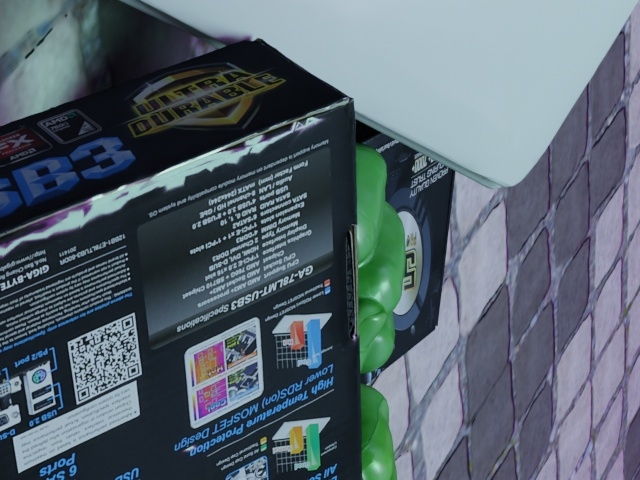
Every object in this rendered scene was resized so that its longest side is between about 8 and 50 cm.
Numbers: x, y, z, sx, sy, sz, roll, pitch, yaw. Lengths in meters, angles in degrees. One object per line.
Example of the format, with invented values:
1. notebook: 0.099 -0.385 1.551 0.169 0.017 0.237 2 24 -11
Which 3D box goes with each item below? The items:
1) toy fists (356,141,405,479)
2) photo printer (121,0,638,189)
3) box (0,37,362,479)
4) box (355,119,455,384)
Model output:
1. toy fists: -0.031 0.066 0.826 0.096 0.142 0.279 -107 -165 -62
2. photo printer: 0.056 -0.199 0.717 0.256 0.107 0.307 25 101 -37
3. box: -0.116 0.108 0.660 0.295 0.073 0.293 -24 131 -28
4. box: 0.000 0.000 0.963 0.180 0.077 0.147 -31 131 -57
